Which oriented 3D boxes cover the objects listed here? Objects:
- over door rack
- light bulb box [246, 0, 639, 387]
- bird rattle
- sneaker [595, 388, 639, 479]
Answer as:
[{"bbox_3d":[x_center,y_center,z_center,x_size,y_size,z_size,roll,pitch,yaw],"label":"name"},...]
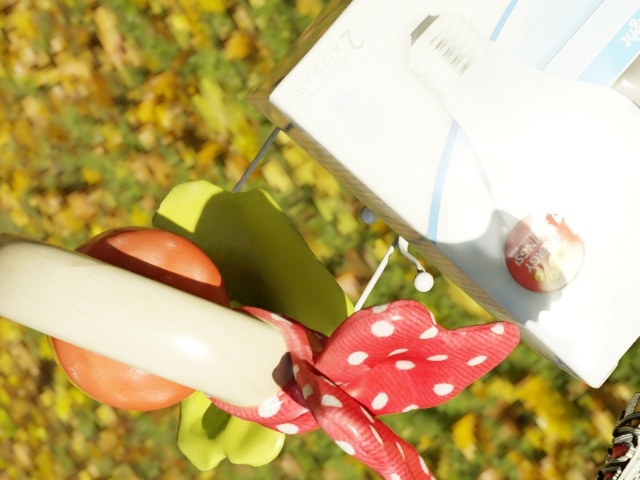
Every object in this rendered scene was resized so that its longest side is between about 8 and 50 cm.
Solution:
[{"bbox_3d":[0.000,0.000,1.880,0.108,0.324,0.239,12,147,54],"label":"over door rack"},{"bbox_3d":[0.191,-0.133,1.500,0.361,0.358,0.225,41,180,-9],"label":"light bulb box"},{"bbox_3d":[-0.052,0.053,0.773,0.207,0.143,0.253,19,-175,-21],"label":"bird rattle"},{"bbox_3d":[0.200,0.143,1.098,0.093,0.225,0.088,58,161,-3],"label":"sneaker"}]
